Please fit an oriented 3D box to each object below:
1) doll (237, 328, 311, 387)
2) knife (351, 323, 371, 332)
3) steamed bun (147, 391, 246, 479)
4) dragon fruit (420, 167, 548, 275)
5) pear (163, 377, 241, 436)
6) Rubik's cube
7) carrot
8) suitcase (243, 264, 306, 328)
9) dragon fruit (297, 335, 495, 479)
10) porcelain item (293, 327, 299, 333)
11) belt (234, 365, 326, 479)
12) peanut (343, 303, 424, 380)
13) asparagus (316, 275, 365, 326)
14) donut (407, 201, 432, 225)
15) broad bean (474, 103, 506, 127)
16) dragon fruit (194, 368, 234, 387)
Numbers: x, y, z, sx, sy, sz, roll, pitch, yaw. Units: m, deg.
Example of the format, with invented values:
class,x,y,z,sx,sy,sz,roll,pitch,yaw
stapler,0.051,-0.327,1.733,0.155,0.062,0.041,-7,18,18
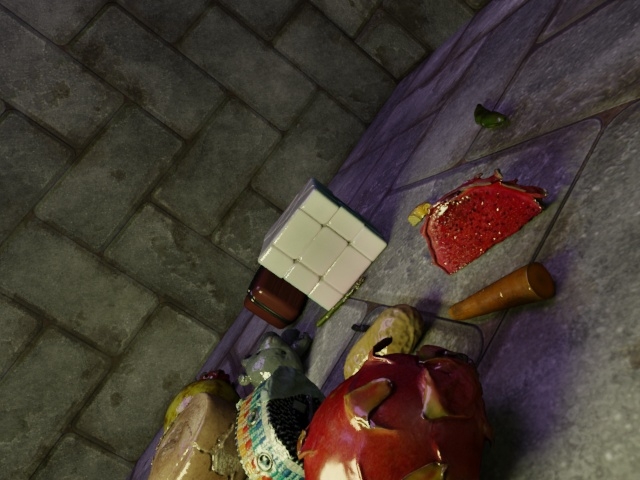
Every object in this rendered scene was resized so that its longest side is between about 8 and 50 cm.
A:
class,x,y,z,sx,sy,sz,roll,pitch,yaw
doll,-0.154,0.361,1.367,0.246,0.158,0.340,-13,20,6
knife,0.121,0.235,1.106,0.023,0.010,0.170,-63,16,-15
steamed bun,-0.308,0.596,1.164,0.199,0.252,0.301,-21,38,53
dragon fruit,0.311,-0.069,0.868,0.274,0.161,0.126,-47,16,38
pear,-0.393,0.608,1.426,0.283,0.284,0.283,-50,12,15
Rubik's cube,0.000,0.000,1.502,0.318,0.316,0.322,-52,13,10
carrot,0.294,0.101,0.717,0.210,0.061,0.061,-44,14,55
suitcase,-0.175,0.207,1.778,0.161,0.236,0.297,-46,13,36
dragon fruit,0.091,0.289,0.567,0.250,0.251,0.314,-77,9,-62
porcelain item,-0.112,0.371,1.577,0.083,0.028,0.036,-53,-5,10
belt,-0.071,0.402,0.893,0.150,0.207,0.257,-47,21,17
peanut,0.129,0.228,0.881,0.226,0.095,0.108,-51,8,16
asparagus,0.066,0.204,1.375,0.248,0.025,0.024,-49,-30,22
donut,0.302,-0.084,1.250,0.067,0.038,0.083,-54,10,-17
broad bean,0.509,-0.380,1.283,0.060,0.043,0.297,-39,15,20
dragon fruit,-0.474,0.656,1.834,0.182,0.182,0.188,-40,27,49
